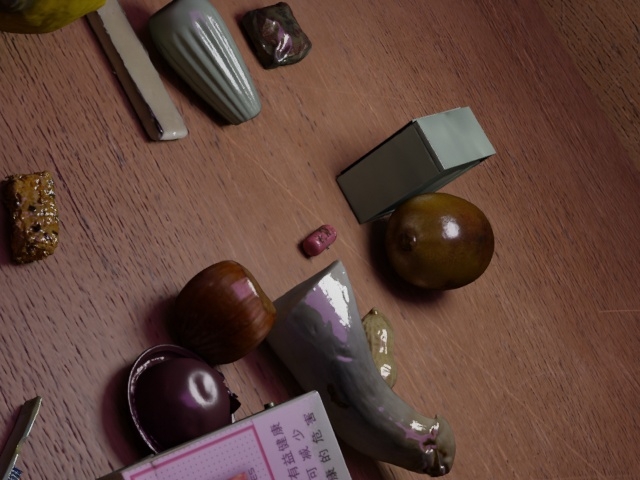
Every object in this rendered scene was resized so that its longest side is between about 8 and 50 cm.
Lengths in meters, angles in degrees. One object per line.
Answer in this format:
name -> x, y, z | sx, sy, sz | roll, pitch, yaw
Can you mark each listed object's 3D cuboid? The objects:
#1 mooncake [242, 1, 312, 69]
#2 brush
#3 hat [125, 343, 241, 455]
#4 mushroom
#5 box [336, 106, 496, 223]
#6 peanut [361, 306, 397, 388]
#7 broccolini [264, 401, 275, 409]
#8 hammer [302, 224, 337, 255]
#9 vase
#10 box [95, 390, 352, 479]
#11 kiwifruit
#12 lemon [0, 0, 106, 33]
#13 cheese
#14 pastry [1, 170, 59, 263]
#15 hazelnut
mooncake -> -0.086, -0.412, 2.256 | 0.125, 0.073, 0.130 | -27, 83, -52
brush -> -0.385, 0.274, 1.422 | 0.030, 0.033, 0.178 | 44, 37, -26
hat -> -0.190, 0.234, 1.629 | 0.205, 0.089, 0.205 | 30, 43, -32
mushroom -> 0.069, 0.243, 1.862 | 0.397, 0.177, 0.126 | 57, -8, -6
box -> 0.186, -0.153, 2.241 | 0.225, 0.225, 0.117 | -20, 79, -54
peanut -> 0.097, 0.197, 1.997 | 0.082, 0.082, 0.187 | 28, 44, -33
broccolini -> -0.113, 0.347, 1.655 | 0.123, 0.062, 0.271 | 48, 40, -38
hammer -> 0.000, 0.000, 2.066 | 0.043, 0.043, 0.083 | 55, 35, -2
vase -> -0.198, -0.318, 2.018 | 0.248, 0.128, 0.128 | 55, 35, -17
box -> -0.114, 0.357, 1.533 | 0.330, 0.095, 0.210 | -17, 83, -38
kiwifruit -> 0.227, 0.003, 2.200 | 0.234, 0.196, 0.196 | -6, 68, -54
lemon -> -0.440, -0.476, 1.660 | 0.349, 0.350, 0.387 | 30, 33, -32
cheese -> -0.346, -0.345, 1.940 | 0.085, 0.034, 0.400 | -19, 79, -58
pastry -> -0.410, -0.036, 1.610 | 0.080, 0.056, 0.140 | -1, 65, -36
hazelnut -> -0.148, 0.113, 1.734 | 0.150, 0.150, 0.150 | 29, 44, -32
